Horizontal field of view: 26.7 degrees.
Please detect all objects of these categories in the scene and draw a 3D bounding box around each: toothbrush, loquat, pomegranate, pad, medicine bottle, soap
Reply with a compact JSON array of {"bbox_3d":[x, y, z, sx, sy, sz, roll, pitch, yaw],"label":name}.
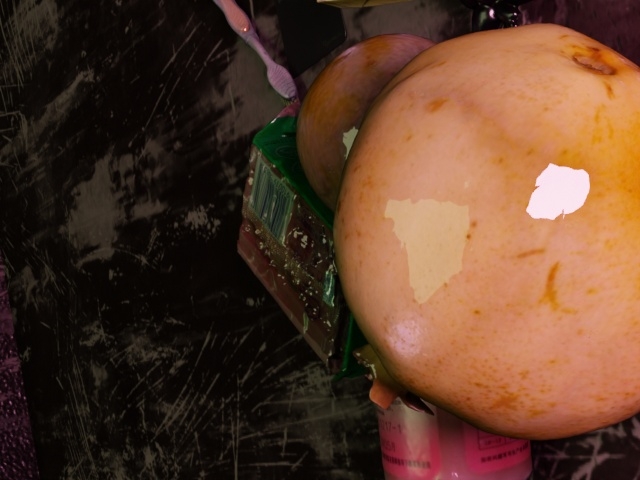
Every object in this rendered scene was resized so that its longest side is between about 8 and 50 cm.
[{"bbox_3d":[-0.106,-0.282,1.706,0.375,0.028,0.037,57,175,40],"label":"toothbrush"},{"bbox_3d":[0.066,-0.096,1.236,0.227,0.179,0.179,-91,5,-64],"label":"loquat"},{"bbox_3d":[0.142,0.004,1.003,0.319,0.319,0.319,30,124,58],"label":"pomegranate"},{"bbox_3d":[-0.014,-0.260,1.557,0.157,0.003,0.112,-25,75,63],"label":"pad"},{"bbox_3d":[0.118,0.113,1.253,0.147,0.147,0.247,4,101,63],"label":"medicine bottle"},{"bbox_3d":[-0.002,0.000,1.508,0.273,0.098,0.218,48,139,48],"label":"soap"}]

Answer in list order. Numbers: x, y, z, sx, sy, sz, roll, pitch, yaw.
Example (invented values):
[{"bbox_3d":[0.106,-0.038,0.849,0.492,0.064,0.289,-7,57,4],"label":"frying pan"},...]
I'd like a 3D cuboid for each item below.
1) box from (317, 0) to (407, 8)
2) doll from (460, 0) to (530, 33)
[{"bbox_3d":[0.118,-0.290,1.117,0.311,0.043,0.173,5,91,48],"label":"box"},{"bbox_3d":[0.140,-0.270,1.173,0.091,0.067,0.219,-42,55,48],"label":"doll"}]
